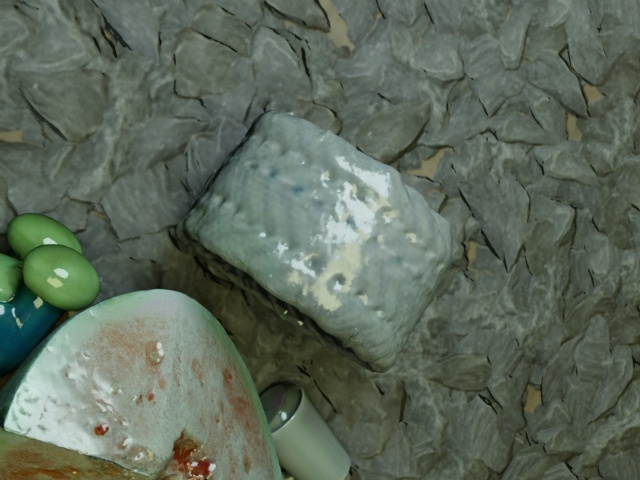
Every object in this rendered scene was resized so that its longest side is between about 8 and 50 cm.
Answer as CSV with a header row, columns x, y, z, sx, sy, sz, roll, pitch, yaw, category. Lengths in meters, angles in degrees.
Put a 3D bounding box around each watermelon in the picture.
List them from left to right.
x,y,z,sx,sy,sz,roll,pitch,yaw,category
-0.172,0.171,0.701,0.175,0.188,0.322,-17,133,17,watermelon

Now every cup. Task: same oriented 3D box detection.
x,y,z,sx,sy,sz,roll,pitch,yaw,category
-0.035,0.223,0.841,0.104,0.074,0.116,-31,115,9,cup

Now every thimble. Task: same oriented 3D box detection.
x,y,z,sx,sy,sz,roll,pitch,yaw,category
0.000,0.000,0.745,0.245,0.217,0.157,35,79,-7,thimble

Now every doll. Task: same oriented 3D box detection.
x,y,z,sx,sy,sz,roll,pitch,yaw,category
-0.350,0.023,0.607,0.322,0.198,0.186,28,94,-31,doll

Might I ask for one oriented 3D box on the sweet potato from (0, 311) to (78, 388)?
x,y,z,sx,sy,sz,roll,pitch,yaw,category
-0.272,0.112,0.732,0.117,0.049,0.049,-37,110,-6,sweet potato
